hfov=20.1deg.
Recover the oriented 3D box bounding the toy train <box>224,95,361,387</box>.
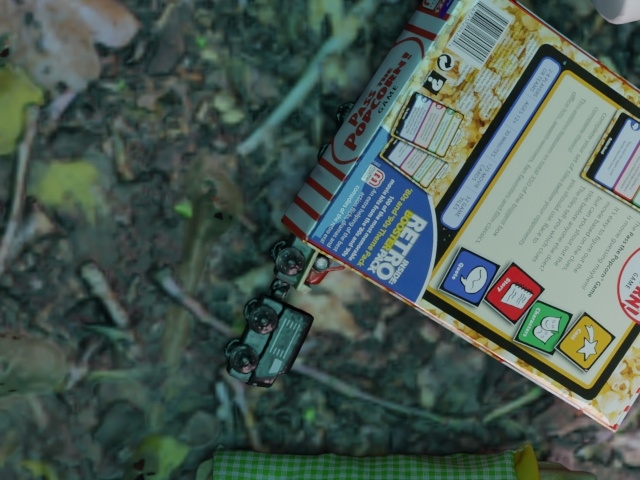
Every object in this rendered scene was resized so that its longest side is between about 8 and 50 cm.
[{"bbox_3d":[0.000,0.000,0.877,0.036,0.027,0.158,24,95,-13],"label":"toy train"}]

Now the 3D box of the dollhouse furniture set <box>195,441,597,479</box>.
[{"bbox_3d":[0.047,0.236,0.812,0.198,0.151,0.301,1,78,-9],"label":"dollhouse furniture set"}]

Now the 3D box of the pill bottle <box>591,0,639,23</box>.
[{"bbox_3d":[0.239,-0.176,0.824,0.246,0.136,0.136,-14,101,-5],"label":"pill bottle"}]

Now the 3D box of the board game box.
[{"bbox_3d":[0.101,-0.017,0.863,0.193,0.045,0.146,32,93,-21],"label":"board game box"}]
